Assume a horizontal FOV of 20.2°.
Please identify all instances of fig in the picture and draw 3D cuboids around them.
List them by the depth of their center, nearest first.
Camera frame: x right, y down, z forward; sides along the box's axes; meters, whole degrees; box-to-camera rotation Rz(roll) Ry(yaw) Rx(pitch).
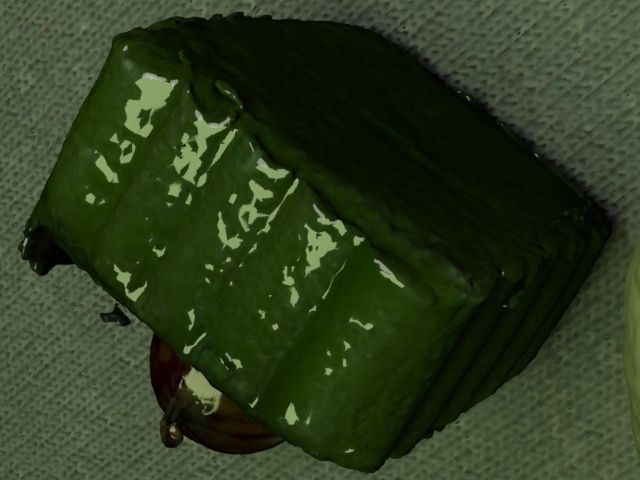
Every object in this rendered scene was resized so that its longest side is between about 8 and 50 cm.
[{"bbox_3d":[-0.075,0.111,1.442,0.148,0.202,0.149,9,143,43],"label":"fig"}]

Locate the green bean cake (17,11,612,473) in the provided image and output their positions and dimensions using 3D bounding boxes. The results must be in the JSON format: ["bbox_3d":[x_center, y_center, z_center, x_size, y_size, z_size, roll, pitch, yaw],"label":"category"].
[{"bbox_3d":[0.000,0.000,1.261,0.319,0.335,0.218,40,119,22],"label":"green bean cake"}]

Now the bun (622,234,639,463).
[{"bbox_3d":[0.350,0.094,1.141,0.361,0.213,0.361,7,104,29],"label":"bun"}]
